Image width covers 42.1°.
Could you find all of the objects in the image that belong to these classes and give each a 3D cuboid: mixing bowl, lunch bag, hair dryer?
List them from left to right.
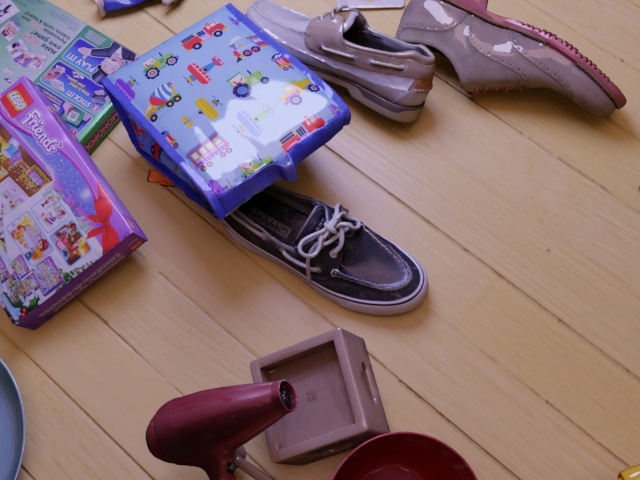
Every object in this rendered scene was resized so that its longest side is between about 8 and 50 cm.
[{"bbox_3d":[-0.109,0.275,0.960,0.223,0.080,0.293,29,107,13],"label":"hair dryer"},{"bbox_3d":[-0.117,-0.164,1.108,0.221,0.138,0.293,-36,49,-16],"label":"lunch bag"},{"bbox_3d":[0.089,0.310,0.957,0.181,0.098,0.181,1,79,-4],"label":"mixing bowl"}]

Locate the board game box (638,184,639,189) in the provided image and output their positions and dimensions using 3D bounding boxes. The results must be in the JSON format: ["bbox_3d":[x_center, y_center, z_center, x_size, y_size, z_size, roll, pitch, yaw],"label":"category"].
[{"bbox_3d":[0.562,-0.032,1.121,0.160,0.047,0.210,-27,67,-9],"label":"board game box"}]

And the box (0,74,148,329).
[{"bbox_3d":[-0.399,-0.054,1.138,0.201,0.057,0.293,-38,74,1],"label":"box"}]

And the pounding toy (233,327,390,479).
[{"bbox_3d":[-0.027,0.232,1.014,0.206,0.094,0.181,-23,66,17],"label":"pounding toy"}]

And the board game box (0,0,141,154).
[{"bbox_3d":[-0.439,-0.257,1.265,0.317,0.046,0.213,32,73,15],"label":"board game box"}]

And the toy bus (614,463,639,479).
[{"bbox_3d":[0.320,0.383,0.914,0.211,0.149,0.220,-23,64,10],"label":"toy bus"}]

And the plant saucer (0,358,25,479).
[{"bbox_3d":[-0.522,0.265,1.045,0.317,0.044,0.318,-1,67,3],"label":"plant saucer"}]

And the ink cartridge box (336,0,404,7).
[{"bbox_3d":[0.078,-0.467,1.320,0.115,0.067,0.198,-1,67,1],"label":"ink cartridge box"}]

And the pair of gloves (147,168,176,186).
[{"bbox_3d":[-0.210,-0.116,1.212,0.074,0.010,0.083,9,66,7],"label":"pair of gloves"}]

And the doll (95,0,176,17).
[{"bbox_3d":[-0.271,-0.420,1.328,0.189,0.046,0.129,-18,68,-5],"label":"doll"}]

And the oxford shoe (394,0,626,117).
[{"bbox_3d":[0.271,-0.256,1.215,0.348,0.123,0.130,33,98,14],"label":"oxford shoe"}]

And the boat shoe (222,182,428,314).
[{"bbox_3d":[0.002,-0.004,1.102,0.306,0.105,0.113,30,71,15],"label":"boat shoe"}]

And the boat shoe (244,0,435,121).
[{"bbox_3d":[0.029,-0.289,1.207,0.302,0.103,0.113,27,38,7],"label":"boat shoe"}]
